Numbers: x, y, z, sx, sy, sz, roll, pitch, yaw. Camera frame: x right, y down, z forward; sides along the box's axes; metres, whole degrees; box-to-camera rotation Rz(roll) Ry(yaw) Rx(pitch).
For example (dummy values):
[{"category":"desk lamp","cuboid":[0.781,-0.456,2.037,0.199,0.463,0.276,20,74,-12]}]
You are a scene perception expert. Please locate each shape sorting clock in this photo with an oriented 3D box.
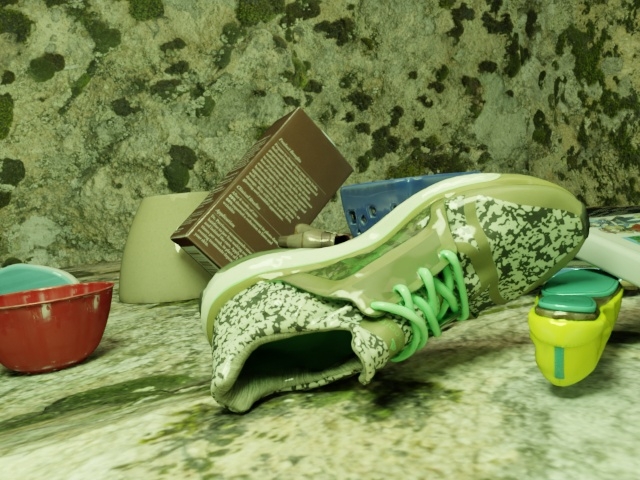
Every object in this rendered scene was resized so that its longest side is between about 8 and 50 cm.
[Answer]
[{"category":"shape sorting clock","cuboid":[0.404,0.057,0.849,0.206,0.041,0.206,-4,1,0]}]

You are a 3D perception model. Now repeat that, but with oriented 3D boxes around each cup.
[{"category":"cup","cuboid":[-0.334,0.005,1.325,0.330,0.237,0.331,-6,3,0]}]

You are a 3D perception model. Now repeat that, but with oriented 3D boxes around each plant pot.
[{"category":"plant pot","cuboid":[0.204,-0.031,1.181,0.235,0.212,0.235,-9,5,-34]}]

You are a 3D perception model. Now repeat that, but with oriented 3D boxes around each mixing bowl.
[{"category":"mixing bowl","cuboid":[-0.366,0.119,0.728,0.181,0.098,0.181,-7,4,0]}]

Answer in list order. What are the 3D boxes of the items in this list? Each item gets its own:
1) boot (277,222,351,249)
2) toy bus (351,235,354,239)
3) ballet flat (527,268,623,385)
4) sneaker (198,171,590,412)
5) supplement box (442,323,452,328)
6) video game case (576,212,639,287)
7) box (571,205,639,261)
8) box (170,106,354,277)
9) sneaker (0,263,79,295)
[{"category":"boot","cuboid":[0.000,0.000,0.738,0.086,0.042,0.118,2,10,23]},{"category":"toy bus","cuboid":[0.250,-0.002,1.477,0.332,0.108,0.130,-5,6,12]},{"category":"ballet flat","cuboid":[0.242,0.079,0.516,0.077,0.077,0.231,0,5,32]},{"category":"sneaker","cuboid":[0.069,0.070,0.517,0.409,0.158,0.182,-22,25,7]},{"category":"supplement box","cuboid":[0.055,0.067,0.738,0.219,0.114,0.111,0,8,45]},{"category":"video game case","cuboid":[0.456,0.031,0.515,0.299,0.036,0.329,-6,21,-16]},{"category":"box","cuboid":[0.598,-0.015,1.146,0.184,0.103,0.261,2,8,42]},{"category":"box","cuboid":[-0.120,-0.084,1.168,0.381,0.191,0.143,-51,21,-20]},{"category":"sneaker","cuboid":[-0.633,0.105,1.168,0.318,0.127,0.208,-5,5,5]}]
